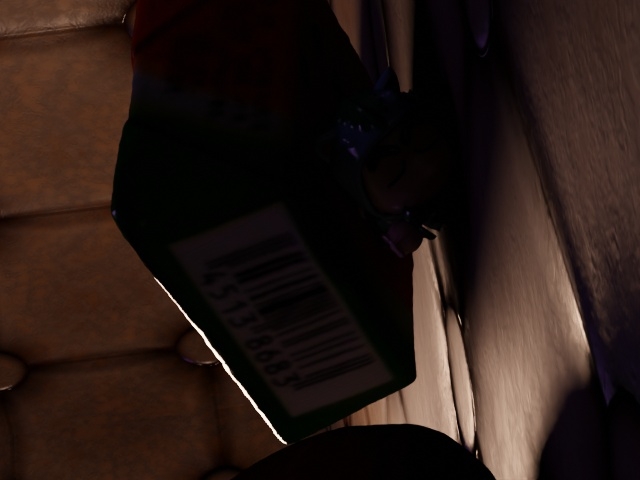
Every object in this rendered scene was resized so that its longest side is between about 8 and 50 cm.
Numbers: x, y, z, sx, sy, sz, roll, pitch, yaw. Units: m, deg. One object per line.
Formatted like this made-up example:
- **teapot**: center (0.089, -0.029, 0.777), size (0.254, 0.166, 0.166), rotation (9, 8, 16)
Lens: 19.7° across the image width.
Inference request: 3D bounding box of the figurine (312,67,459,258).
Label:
- **figurine**: center (0.073, -0.048, 1.568), size (0.144, 0.114, 0.178), rotation (52, 171, 35)

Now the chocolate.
- **chocolate**: center (-0.038, -0.053, 1.691), size (0.360, 0.161, 0.341), rotation (58, -155, -46)

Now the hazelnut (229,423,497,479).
- **hazelnut**: center (0.008, 0.327, 1.379), size (0.421, 0.352, 0.421), rotation (-59, -2, -3)
